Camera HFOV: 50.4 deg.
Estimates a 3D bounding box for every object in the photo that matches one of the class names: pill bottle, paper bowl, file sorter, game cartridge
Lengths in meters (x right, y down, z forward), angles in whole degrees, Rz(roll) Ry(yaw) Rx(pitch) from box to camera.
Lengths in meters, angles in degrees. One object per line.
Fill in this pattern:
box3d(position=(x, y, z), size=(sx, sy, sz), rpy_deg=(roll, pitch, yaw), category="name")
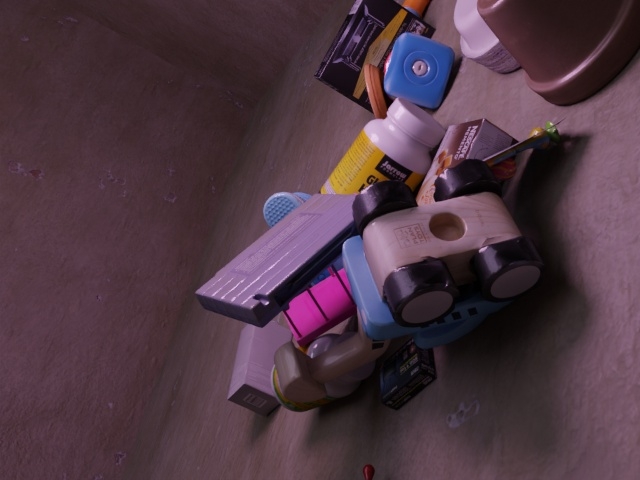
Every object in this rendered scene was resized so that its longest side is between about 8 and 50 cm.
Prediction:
box3d(position=(0.144, -0.167, 1.636), size=(0.334, 0.188, 0.188), rpy_deg=(-54, 21, 24), category="pill bottle")
box3d(position=(0.401, -0.524, 1.479), size=(0.284, 0.148, 0.284), rpy_deg=(-57, 20, 34), category="paper bowl")
box3d(position=(0.007, 0.279, 1.464), size=(0.246, 0.136, 0.136), rpy_deg=(-36, 32, 49), category="pill bottle")
box3d(position=(0.018, 0.052, 1.496), size=(0.291, 0.182, 0.202), rpy_deg=(-31, 21, -3), category="file sorter")
box3d(position=(-0.055, 0.027, 1.325), size=(0.355, 0.068, 0.230), rpy_deg=(-41, 22, -26), category="game cartridge")

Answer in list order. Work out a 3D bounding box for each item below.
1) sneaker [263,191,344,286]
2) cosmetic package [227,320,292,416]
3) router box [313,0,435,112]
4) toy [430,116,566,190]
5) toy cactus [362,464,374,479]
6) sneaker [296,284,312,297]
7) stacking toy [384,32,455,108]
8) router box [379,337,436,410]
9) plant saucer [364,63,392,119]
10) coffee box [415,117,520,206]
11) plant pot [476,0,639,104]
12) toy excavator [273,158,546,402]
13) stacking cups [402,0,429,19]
box3d(position=(0.000, 0.000, 1.728), size=(0.127, 0.319, 0.208), rpy_deg=(-34, 2, 16), category="sneaker")
box3d(position=(-0.161, 0.334, 1.842), size=(0.107, 0.127, 0.238), rpy_deg=(-48, 22, 35), category="cosmetic package")
box3d(position=(0.162, -0.563, 2.040), size=(0.308, 0.243, 0.081), rpy_deg=(-60, 19, 6), category="router box")
box3d(position=(0.319, -0.132, 1.206), size=(0.237, 0.056, 0.137), rpy_deg=(-30, -2, -3), category="toy")
box3d(position=(0.035, 0.507, 1.175), size=(0.219, 0.112, 0.180), rpy_deg=(-45, 34, 22), category="toy cactus")
box3d(position=(-0.010, 0.011, 1.852), size=(0.350, 0.148, 0.131), rpy_deg=(-57, 20, 14), category="sneaker")
box3d(position=(0.237, -0.436, 1.867), size=(0.302, 0.166, 0.175), rpy_deg=(175, 112, -85), category="stacking toy")
box3d(position=(0.161, 0.246, 1.270), size=(0.122, 0.038, 0.092), rpy_deg=(-50, 24, 33), category="router box")
box3d(position=(0.173, -0.409, 1.937), size=(0.037, 0.200, 0.200), rpy_deg=(-14, 40, 17), category="plant saucer")
box3d(position=(0.276, -0.106, 1.353), size=(0.246, 0.098, 0.141), rpy_deg=(-64, 19, -5), category="coffee box")
box3d(position=(0.415, -0.413, 1.217), size=(0.263, 0.229, 0.263), rpy_deg=(-50, 22, 29), category="plant pot")
box3d(position=(0.127, 0.121, 1.183), size=(0.445, 0.433, 0.222), rpy_deg=(87, 167, -52), category="toy excavator")
box3d(position=(0.270, -0.704, 2.171), size=(0.316, 0.096, 0.096), rpy_deg=(-65, 19, -8), category="stacking cups")
